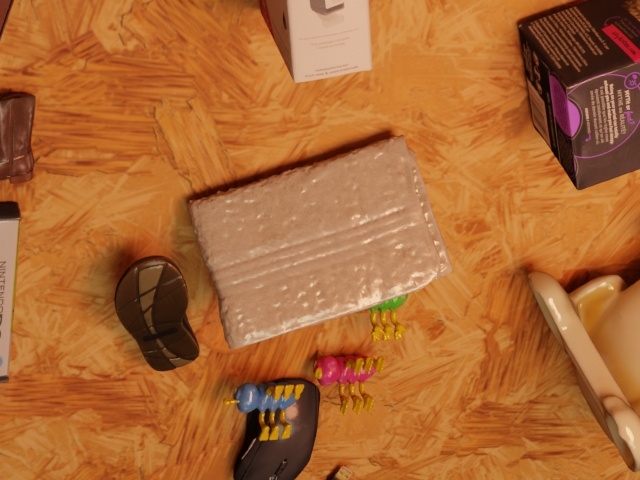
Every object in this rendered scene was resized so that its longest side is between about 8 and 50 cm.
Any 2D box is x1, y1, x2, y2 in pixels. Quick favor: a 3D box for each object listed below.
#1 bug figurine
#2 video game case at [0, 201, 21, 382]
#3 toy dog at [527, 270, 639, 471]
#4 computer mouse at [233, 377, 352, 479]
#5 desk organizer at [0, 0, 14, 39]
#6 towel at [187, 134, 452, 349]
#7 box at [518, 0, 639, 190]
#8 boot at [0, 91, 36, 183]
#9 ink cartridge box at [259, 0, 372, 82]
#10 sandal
[{"bbox_3d":[0.001,0.120,2.170,0.216,0.072,0.279,3,121,-29],"label":"bug figurine"},{"bbox_3d":[-0.487,0.068,1.976,0.275,0.035,0.248,-2,127,-19],"label":"video game case"},{"bbox_3d":[0.533,0.120,2.234,0.408,0.284,0.395,-28,144,3],"label":"toy dog"},{"bbox_3d":[-0.029,0.300,2.308,0.184,0.060,0.262,9,123,-25],"label":"computer mouse"},{"bbox_3d":[-0.343,-0.253,1.769,0.050,0.047,0.130,11,122,-24],"label":"desk organizer"},{"bbox_3d":[0.000,0.000,2.029,0.282,0.049,0.187,-17,87,-5],"label":"towel"},{"bbox_3d":[0.387,-0.198,2.012,0.270,0.143,0.165,-19,133,-6],"label":"box"},{"bbox_3d":[-0.361,-0.109,1.881,0.106,0.037,0.114,-15,135,-25],"label":"boot"},{"bbox_3d":[-0.012,-0.297,1.780,0.092,0.158,0.217,-11,129,-11],"label":"ink cartridge box"},{"bbox_3d":[-0.194,0.081,2.083,0.090,0.060,0.219,-17,145,1],"label":"sandal"}]
